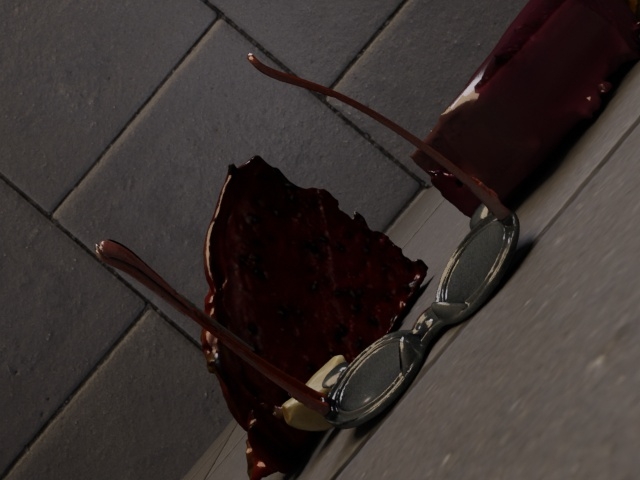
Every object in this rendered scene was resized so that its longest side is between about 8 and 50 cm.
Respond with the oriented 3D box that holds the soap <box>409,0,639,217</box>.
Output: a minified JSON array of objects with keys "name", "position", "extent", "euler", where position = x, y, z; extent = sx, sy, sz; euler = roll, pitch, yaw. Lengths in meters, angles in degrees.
[{"name":"soap","position":[0.231,-0.163,0.763],"extent":[0.325,0.127,0.220],"euler":[-50,-3,-19]}]

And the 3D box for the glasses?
[{"name":"glasses","position":[0.000,0.000,0.526],"extent":[0.234,0.268,0.118],"euler":[-48,17,11]}]

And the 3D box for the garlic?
[{"name":"garlic","position":[0.003,0.154,0.645],"extent":[0.083,0.053,0.041],"euler":[-34,7,-29]}]

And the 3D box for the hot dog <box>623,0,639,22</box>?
[{"name":"hot dog","position":[0.402,-0.343,0.785],"extent":[0.261,0.093,0.123],"euler":[-51,-2,37]}]

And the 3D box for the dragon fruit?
[{"name":"dragon fruit","position":[-0.074,0.109,0.798],"extent":[0.228,0.286,0.329],"euler":[-46,11,51]}]
